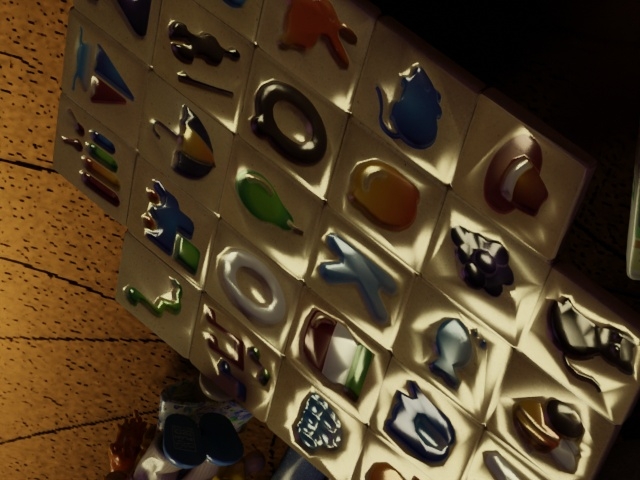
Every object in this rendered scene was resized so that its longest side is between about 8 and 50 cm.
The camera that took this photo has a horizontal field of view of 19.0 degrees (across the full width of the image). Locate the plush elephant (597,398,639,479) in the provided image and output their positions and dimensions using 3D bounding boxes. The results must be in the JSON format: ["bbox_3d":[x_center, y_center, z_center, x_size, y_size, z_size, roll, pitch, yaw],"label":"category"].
[{"bbox_3d":[0.232,0.151,0.967,0.255,0.272,0.330,-18,113,-28],"label":"plush elephant"}]

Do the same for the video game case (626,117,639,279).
[{"bbox_3d":[0.260,-0.046,0.921,0.212,0.023,0.193,4,135,7],"label":"video game case"}]

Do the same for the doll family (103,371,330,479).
[{"bbox_3d":[-0.034,0.146,1.137,0.263,0.118,0.163,12,133,-26],"label":"doll family"}]

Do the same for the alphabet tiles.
[{"bbox_3d":[0.000,0.000,0.904,0.342,0.011,0.285,38,140,21],"label":"alphabet tiles"}]
